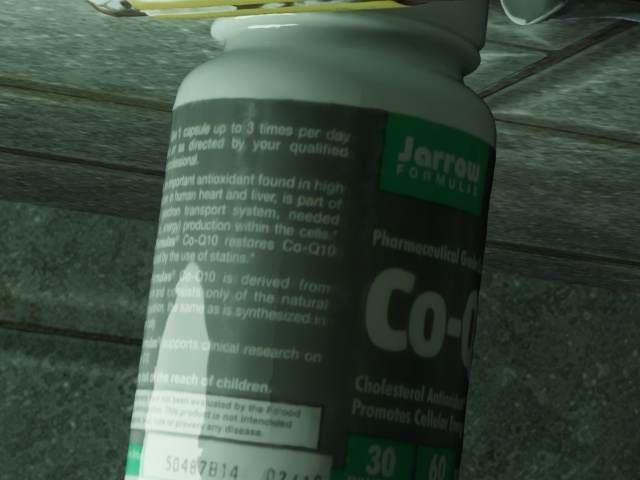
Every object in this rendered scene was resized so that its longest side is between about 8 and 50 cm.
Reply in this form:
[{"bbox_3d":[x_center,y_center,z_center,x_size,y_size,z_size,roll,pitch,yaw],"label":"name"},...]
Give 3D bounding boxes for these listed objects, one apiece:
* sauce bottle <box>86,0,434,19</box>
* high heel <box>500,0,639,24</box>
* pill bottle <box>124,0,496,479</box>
[{"bbox_3d":[0.031,-0.161,0.921,0.344,0.111,0.111,2,172,34],"label":"sauce bottle"},{"bbox_3d":[0.238,-0.159,0.973,0.186,0.093,0.261,-11,179,-45],"label":"high heel"},{"bbox_3d":[0.000,0.000,1.226,0.204,0.361,0.204,7,173,1],"label":"pill bottle"}]
